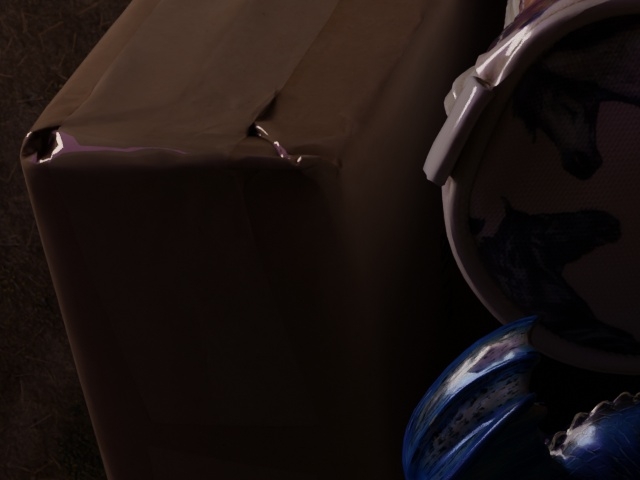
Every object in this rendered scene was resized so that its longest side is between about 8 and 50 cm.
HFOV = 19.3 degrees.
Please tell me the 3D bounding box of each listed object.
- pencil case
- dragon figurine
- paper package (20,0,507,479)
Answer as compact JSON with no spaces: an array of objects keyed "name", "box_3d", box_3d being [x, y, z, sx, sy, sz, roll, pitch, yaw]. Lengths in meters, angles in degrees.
[{"name":"pencil case","box_3d":[0.151,-0.099,0.869,0.410,0.183,0.160,-68,-6,-61]},{"name":"dragon figurine","box_3d":[0.077,0.086,0.675,0.289,0.144,0.085,-57,5,19]},{"name":"paper package","box_3d":[0.000,0.000,1.026,0.309,0.168,0.325,-62,-30,-48]}]
